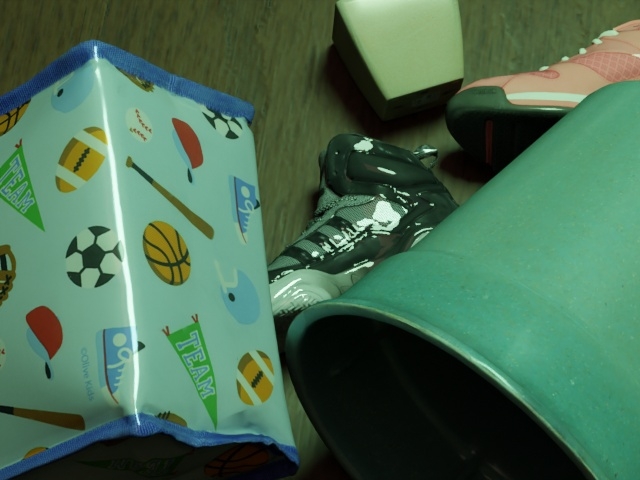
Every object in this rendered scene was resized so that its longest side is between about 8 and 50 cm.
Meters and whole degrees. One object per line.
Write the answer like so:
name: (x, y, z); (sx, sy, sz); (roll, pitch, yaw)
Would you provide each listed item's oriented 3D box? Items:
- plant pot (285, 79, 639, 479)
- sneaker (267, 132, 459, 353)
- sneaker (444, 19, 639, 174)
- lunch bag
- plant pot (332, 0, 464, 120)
plant pot: (0.208, 0.070, 1.520); (0.341, 0.341, 0.334); (37, 65, 17)
sneaker: (0.000, 0.000, 1.672); (0.269, 0.101, 0.153); (-15, 65, -11)
sneaker: (0.262, -0.132, 1.728); (0.314, 0.116, 0.136); (-2, 55, -6)
lunch bag: (-0.225, 0.077, 1.553); (0.385, 0.239, 0.327); (-25, 60, 32)
plant pot: (0.077, -0.169, 1.744); (0.109, 0.109, 0.096); (-16, 78, -5)
